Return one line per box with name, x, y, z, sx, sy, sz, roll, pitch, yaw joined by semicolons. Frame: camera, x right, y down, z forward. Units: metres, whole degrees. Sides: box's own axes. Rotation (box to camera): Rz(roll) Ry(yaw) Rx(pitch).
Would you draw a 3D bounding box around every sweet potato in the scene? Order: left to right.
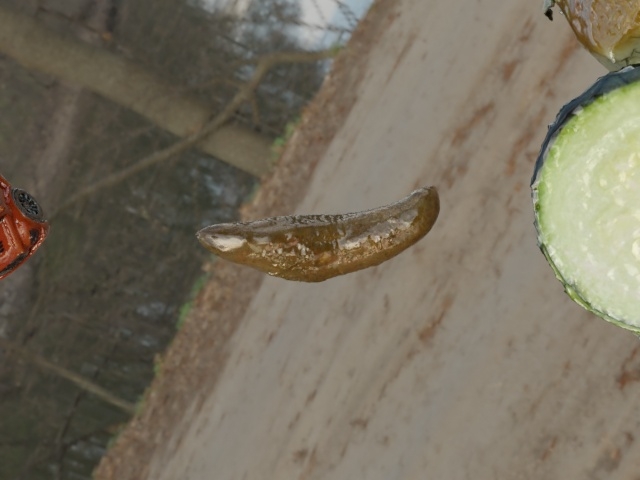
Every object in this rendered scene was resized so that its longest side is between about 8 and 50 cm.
sweet potato;0.002;0.003;1.551;0.092;0.341;0.114;-108;10;-60

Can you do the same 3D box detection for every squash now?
squash;0.284;-0.029;0.903;0.133;0.220;0.220;7;-67;-62

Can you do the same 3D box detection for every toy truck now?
toy truck;-0.406;-0.056;1.146;0.107;0.252;0.114;-38;14;16

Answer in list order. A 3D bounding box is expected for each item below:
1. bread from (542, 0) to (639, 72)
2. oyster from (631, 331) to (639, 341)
bread;0.322;-0.283;1.032;0.279;0.225;0.250;-57;43;34
oyster;0.496;0.152;1.432;0.354;0.201;0.107;-91;-3;-54
